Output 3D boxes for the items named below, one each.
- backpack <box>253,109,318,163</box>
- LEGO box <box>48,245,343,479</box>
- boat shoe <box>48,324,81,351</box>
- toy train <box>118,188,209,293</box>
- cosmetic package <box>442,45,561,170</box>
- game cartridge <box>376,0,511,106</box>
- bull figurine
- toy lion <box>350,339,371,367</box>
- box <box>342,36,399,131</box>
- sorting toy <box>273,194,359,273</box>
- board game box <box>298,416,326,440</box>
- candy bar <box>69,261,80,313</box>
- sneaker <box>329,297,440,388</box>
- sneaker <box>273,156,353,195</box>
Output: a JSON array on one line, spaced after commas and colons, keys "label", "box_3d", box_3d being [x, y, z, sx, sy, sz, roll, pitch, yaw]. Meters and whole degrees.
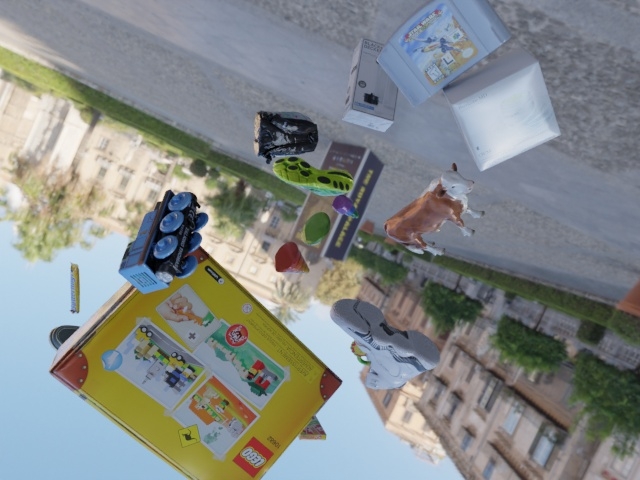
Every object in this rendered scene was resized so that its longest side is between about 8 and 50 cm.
[{"label": "backpack", "box_3d": [-0.098, -0.312, 1.490, 0.182, 0.151, 0.115, -5, -143, -20]}, {"label": "LEGO box", "box_3d": [-0.259, 0.285, 1.158, 0.500, 0.372, 0.193, 47, 167, -17]}, {"label": "boat shoe", "box_3d": [-0.676, 0.335, 1.611, 0.319, 0.099, 0.116, 33, -138, -29]}, {"label": "toy train", "box_3d": [-0.250, -0.004, 0.832, 0.105, 0.184, 0.080, -14, 136, 19]}, {"label": "cosmetic package", "box_3d": [0.476, -0.344, 1.363, 0.224, 0.224, 0.138, 55, -161, -30]}, {"label": "game cartridge", "box_3d": [0.298, -0.501, 1.309, 0.198, 0.297, 0.062, 43, -145, -21]}, {"label": "bull figurine", "box_3d": [0.310, -0.070, 1.363, 0.188, 0.101, 0.310, 37, 138, -17]}, {"label": "toy lion", "box_3d": [0.146, 0.374, 1.726, 0.096, 0.100, 0.034, 11, -150, 14]}, {"label": "box", "box_3d": [0.186, -0.546, 1.808, 0.169, 0.289, 0.087, 14, 164, -12]}, {"label": "sorting toy", "box_3d": [0.000, 0.000, 1.817, 0.126, 0.365, 0.127, 36, -165, -37]}, {"label": "board game box", "box_3d": [-0.071, 0.830, 2.357, 0.124, 0.039, 0.259, 8, -173, -20]}, {"label": "candy bar", "box_3d": [-0.750, 0.147, 1.572, 0.040, 0.161, 0.018, 8, -171, 30]}, {"label": "sneaker", "box_3d": [0.156, 0.327, 1.547, 0.366, 0.210, 0.137, 28, -147, -11]}, {"label": "sneaker", "box_3d": [-0.032, -0.213, 1.856, 0.296, 0.109, 0.123, 15, 156, -8]}]
